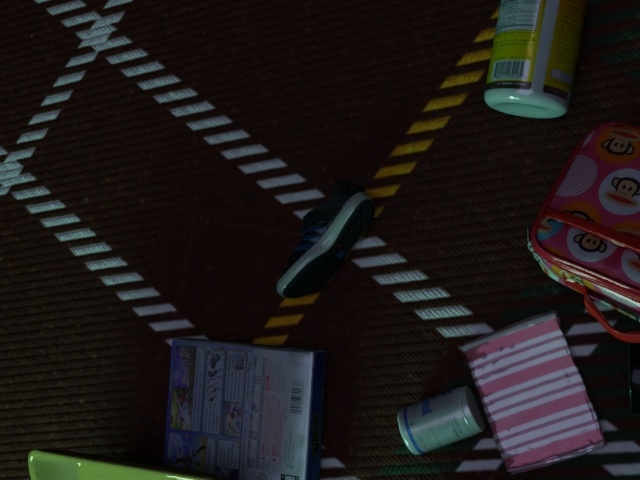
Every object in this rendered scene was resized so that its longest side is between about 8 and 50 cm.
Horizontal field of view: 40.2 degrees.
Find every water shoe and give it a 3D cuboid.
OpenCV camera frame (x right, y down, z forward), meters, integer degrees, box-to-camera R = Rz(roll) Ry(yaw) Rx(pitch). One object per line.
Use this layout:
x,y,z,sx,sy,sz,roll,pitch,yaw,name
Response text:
0.000,0.000,1.331,0.203,0.073,0.080,-48,50,7,water shoe

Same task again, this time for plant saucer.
-0.265,0.465,1.334,0.333,0.081,0.333,3,109,23,plant saucer

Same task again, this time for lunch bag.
0.418,0.005,1.086,0.293,0.120,0.258,25,76,31,lunch bag

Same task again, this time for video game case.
-0.119,0.293,1.345,0.244,0.061,0.269,3,87,21,video game case

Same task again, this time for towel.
0.295,0.211,1.212,0.144,0.029,0.197,-23,75,18,towel

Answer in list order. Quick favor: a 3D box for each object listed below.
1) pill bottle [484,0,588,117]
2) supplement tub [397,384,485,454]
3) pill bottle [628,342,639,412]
0.299,-0.284,1.201,0.117,0.117,0.215,10,89,22,pill bottle
0.170,0.254,1.232,0.107,0.071,0.071,-25,77,17,supplement tub
0.499,0.170,1.083,0.219,0.123,0.123,-2,85,21,pill bottle
